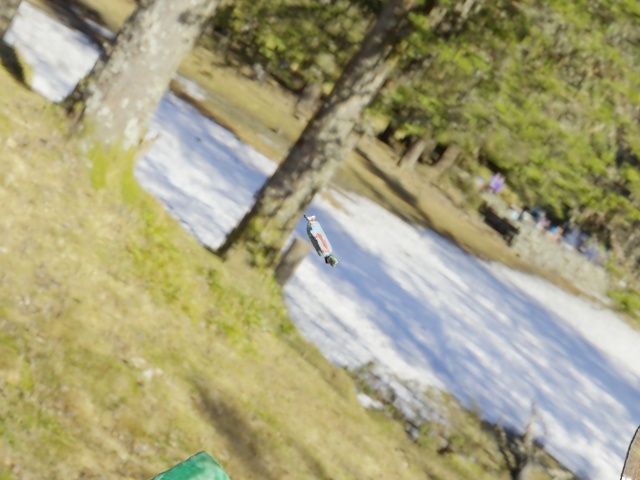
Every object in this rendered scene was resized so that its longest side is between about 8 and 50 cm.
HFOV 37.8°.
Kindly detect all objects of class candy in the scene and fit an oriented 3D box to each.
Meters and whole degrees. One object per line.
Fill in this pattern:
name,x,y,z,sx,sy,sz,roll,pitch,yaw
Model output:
candy,0.000,0.000,1.253,0.030,0.020,0.083,11,-48,56

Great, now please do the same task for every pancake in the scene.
pancake,0.365,0.291,1.047,0.020,0.190,0.184,5,0,36

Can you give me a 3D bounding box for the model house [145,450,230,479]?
model house,-0.120,0.395,0.853,0.194,0.267,0.325,-27,76,-29
